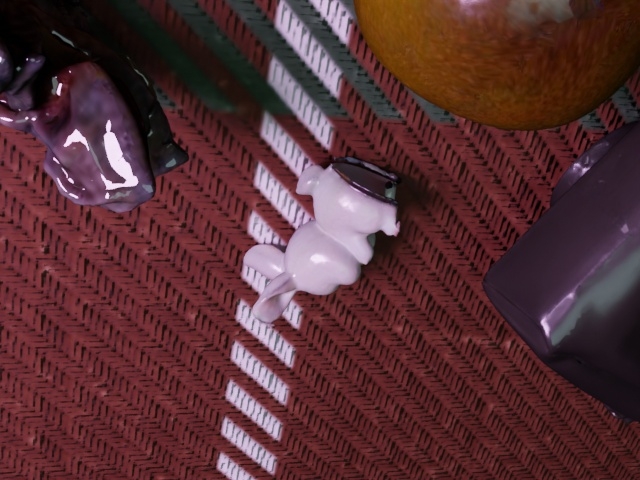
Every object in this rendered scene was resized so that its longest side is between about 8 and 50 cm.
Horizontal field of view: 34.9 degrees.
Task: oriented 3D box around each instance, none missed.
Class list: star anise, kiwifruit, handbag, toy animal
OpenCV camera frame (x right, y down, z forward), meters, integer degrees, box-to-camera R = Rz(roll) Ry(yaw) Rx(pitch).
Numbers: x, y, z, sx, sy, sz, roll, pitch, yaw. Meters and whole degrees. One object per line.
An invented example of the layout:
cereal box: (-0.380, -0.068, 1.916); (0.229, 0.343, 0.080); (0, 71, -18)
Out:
star anise: (-0.194, -0.109, 0.568); (0.283, 0.212, 0.129); (27, 100, -35)
kiwifruit: (0.124, -0.185, 0.594); (0.196, 0.196, 0.234); (16, 111, -22)
handbag: (0.298, 0.012, 0.811); (0.285, 0.113, 0.257); (-44, 127, 8)
toy animal: (0.006, 0.002, 0.757); (0.085, 0.071, 0.124); (17, 117, -24)
